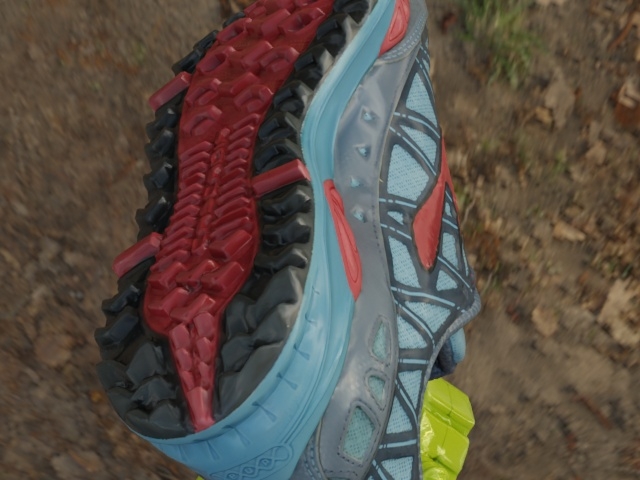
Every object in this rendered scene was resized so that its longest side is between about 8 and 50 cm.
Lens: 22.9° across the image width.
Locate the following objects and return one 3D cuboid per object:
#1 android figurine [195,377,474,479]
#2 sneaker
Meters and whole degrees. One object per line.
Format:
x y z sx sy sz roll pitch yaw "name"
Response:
0.000 0.135 1.020 0.056 0.273 0.248 35 91 -27 "android figurine"
0.000 0.000 0.568 0.104 0.125 0.262 -19 36 29 "sneaker"
